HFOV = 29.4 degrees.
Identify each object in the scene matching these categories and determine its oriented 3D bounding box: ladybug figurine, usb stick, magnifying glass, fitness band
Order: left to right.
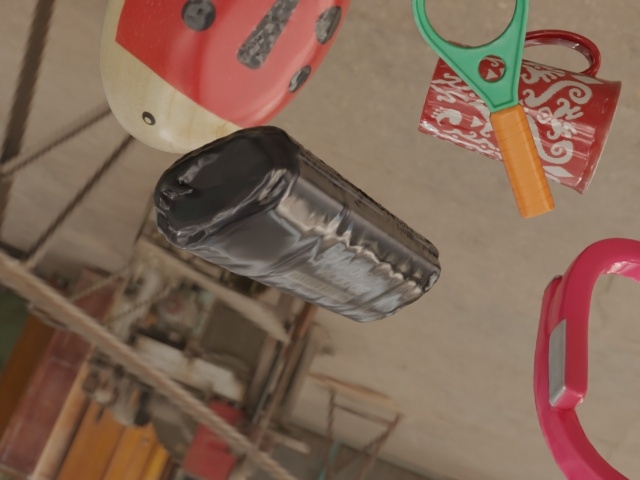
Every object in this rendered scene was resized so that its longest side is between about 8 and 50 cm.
[{"bbox_3d":[-0.098,-0.300,1.566,0.305,0.449,0.162,24,-169,-37],"label":"ladybug figurine"},{"bbox_3d":[0.000,0.000,0.652,0.045,0.077,0.278,64,-167,20],"label":"usb stick"},{"bbox_3d":[0.140,-0.129,0.974,0.092,0.231,0.026,-18,-167,9],"label":"magnifying glass"},{"bbox_3d":[0.282,0.121,1.028,0.209,0.291,0.054,25,134,-8],"label":"fitness band"}]

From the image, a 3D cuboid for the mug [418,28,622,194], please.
[{"bbox_3d":[0.190,-0.131,1.170,0.169,0.150,0.113,17,128,6],"label":"mug"}]
